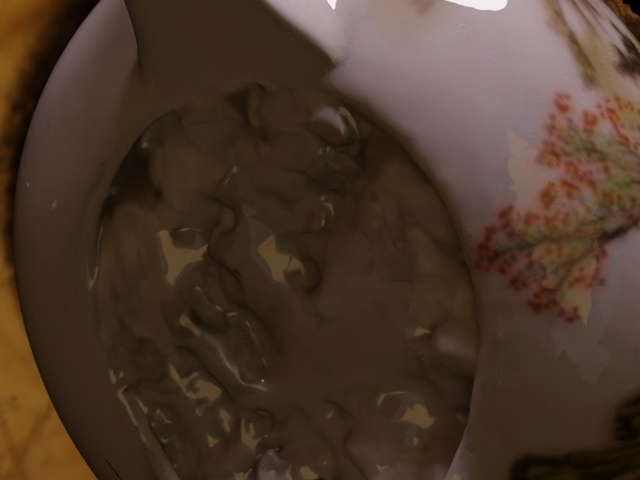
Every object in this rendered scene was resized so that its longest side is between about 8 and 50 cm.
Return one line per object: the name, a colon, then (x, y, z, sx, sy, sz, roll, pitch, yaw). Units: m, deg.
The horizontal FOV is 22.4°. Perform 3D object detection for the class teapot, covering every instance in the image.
teapot: (0.000, 0.000, 0.439, 0.204, 0.139, 0.298, -9, 99, 30)

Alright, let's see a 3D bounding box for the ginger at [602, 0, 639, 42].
ginger: (0.068, -0.060, 0.506, 0.089, 0.075, 0.288, 4, 103, 10)
